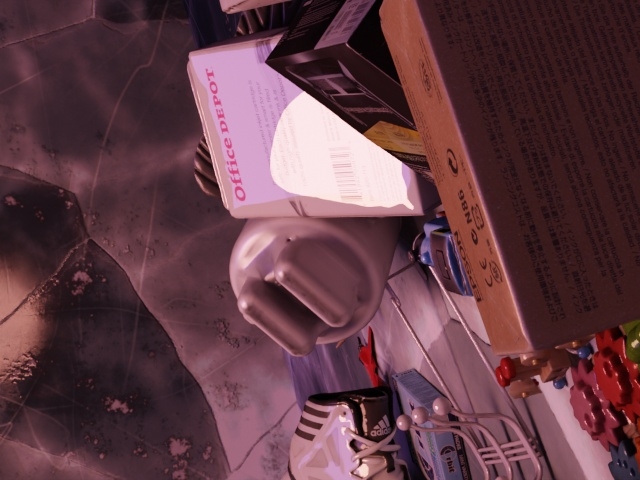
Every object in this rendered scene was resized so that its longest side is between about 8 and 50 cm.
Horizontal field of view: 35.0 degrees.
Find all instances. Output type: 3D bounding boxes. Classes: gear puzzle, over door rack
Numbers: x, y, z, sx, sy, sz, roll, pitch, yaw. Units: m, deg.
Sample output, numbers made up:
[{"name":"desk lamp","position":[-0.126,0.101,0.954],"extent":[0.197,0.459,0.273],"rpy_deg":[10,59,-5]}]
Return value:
[{"name":"gear puzzle","position":[0.264,0.128,0.786],"extent":[0.339,0.044,0.175],"rpy_deg":[94,157,-62]},{"name":"over door rack","position":[0.150,0.162,1.262],"extent":[0.239,0.108,0.324],"rpy_deg":[116,137,-73]}]

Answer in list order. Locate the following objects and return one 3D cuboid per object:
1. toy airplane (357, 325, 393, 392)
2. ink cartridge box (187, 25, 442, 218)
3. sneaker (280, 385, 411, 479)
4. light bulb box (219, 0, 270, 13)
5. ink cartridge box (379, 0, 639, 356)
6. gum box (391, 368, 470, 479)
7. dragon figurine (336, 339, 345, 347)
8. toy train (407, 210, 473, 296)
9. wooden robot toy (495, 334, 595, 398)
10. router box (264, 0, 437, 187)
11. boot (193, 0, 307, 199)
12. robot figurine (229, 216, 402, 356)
[{"name":"toy airplane","position":[0.095,0.238,1.867],"extent":[0.151,0.028,0.151],"rpy_deg":[165,90,-79]},{"name":"ink cartridge box","position":[0.009,-0.139,1.122],"extent":[0.283,0.117,0.207],"rpy_deg":[0,111,40]},{"name":"sneaker","position":[0.084,0.384,1.554],"extent":[0.447,0.169,0.257],"rpy_deg":[35,126,48]},{"name":"light bulb box","position":[0.003,-0.400,0.850],"extent":[0.358,0.225,0.360],"rpy_deg":[-151,47,-75]},{"name":"ink cartridge box","position":[0.163,-0.069,0.604],"extent":[0.088,0.193,0.234],"rpy_deg":[121,133,-79]},{"name":"gum box","position":[0.169,0.297,1.541],"extent":[0.184,0.041,0.156],"rpy_deg":[-141,36,-74]},{"name":"dragon figurine","position":[0.032,0.088,1.802],"extent":[0.144,0.085,0.289],"rpy_deg":[84,170,-53]},{"name":"toy train","position":[0.153,0.004,1.009],"extent":[0.184,0.105,0.080],"rpy_deg":[-159,54,-77]},{"name":"wooden robot toy","position":[0.206,0.094,0.982],"extent":[0.173,0.076,0.079],"rpy_deg":[96,167,-63]},{"name":"router box","position":[0.097,-0.112,0.830],"extent":[0.243,0.081,0.309],"rpy_deg":[35,179,-16]},{"name":"boot","position":[-0.040,-0.269,1.448],"extent":[0.146,0.367,0.445],"rpy_deg":[32,-163,-6]},{"name":"robot figurine","position":[0.000,0.000,1.358],"extent":[0.200,0.300,0.353],"rpy_deg":[45,-149,-15]}]
